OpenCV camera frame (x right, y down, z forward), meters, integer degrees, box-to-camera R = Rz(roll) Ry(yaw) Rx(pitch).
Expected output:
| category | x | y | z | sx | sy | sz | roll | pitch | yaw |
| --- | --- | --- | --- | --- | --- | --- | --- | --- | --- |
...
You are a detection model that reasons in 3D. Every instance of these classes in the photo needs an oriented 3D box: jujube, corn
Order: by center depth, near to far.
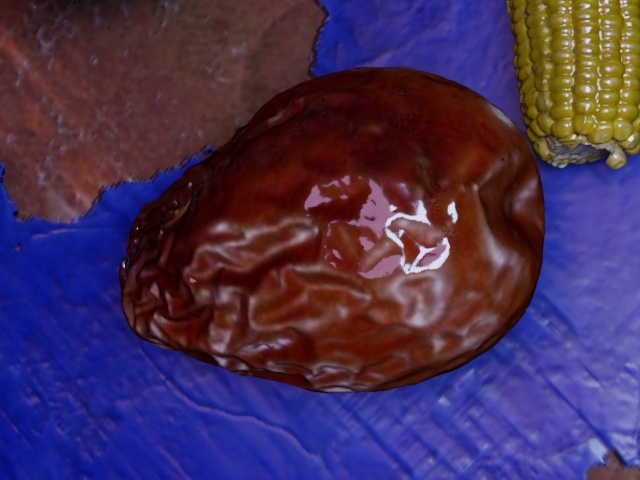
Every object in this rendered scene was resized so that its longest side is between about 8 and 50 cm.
| category | x | y | z | sx | sy | sz | roll | pitch | yaw |
| --- | --- | --- | --- | --- | --- | --- | --- | --- | --- |
| jujube | 0.000 | 0.000 | 0.680 | 0.236 | 0.168 | 0.168 | -13 | 80 | 31 |
| corn | 0.137 | -0.154 | 0.685 | 0.080 | 0.080 | 0.238 | -3 | 85 | 17 |
